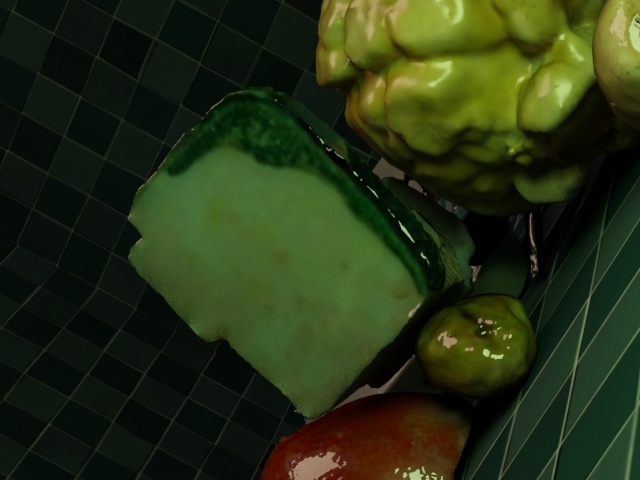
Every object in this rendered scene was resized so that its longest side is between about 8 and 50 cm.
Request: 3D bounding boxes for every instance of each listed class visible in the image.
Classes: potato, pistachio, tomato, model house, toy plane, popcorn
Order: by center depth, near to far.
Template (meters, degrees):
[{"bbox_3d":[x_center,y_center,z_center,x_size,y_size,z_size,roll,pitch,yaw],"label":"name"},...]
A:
[{"bbox_3d":[0.281,-0.154,1.347,0.109,0.118,0.178,-27,-12,6],"label":"potato"},{"bbox_3d":[0.145,0.101,1.548,0.189,0.110,0.100,114,153,-88],"label":"pistachio"},{"bbox_3d":[0.177,-0.206,1.610,0.390,0.354,0.344,139,149,-81],"label":"popcorn"},{"bbox_3d":[0.023,0.260,1.653,0.309,0.170,0.309,-62,-2,-4],"label":"tomato"},{"bbox_3d":[-0.001,0.002,1.675,0.243,0.298,0.284,-49,-14,17],"label":"model house"},{"bbox_3d":[0.189,-0.098,1.863,0.155,0.106,0.382,-18,41,27],"label":"toy plane"}]

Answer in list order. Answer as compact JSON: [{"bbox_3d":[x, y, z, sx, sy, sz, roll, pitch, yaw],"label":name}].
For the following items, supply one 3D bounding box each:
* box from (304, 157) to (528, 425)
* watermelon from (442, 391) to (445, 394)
[{"bbox_3d":[0.094,0.069,2.044,0.367,0.090,0.373,-54,29,22],"label":"box"},{"bbox_3d":[0.167,0.144,2.064,0.069,0.087,0.163,-8,44,42],"label":"watermelon"}]
